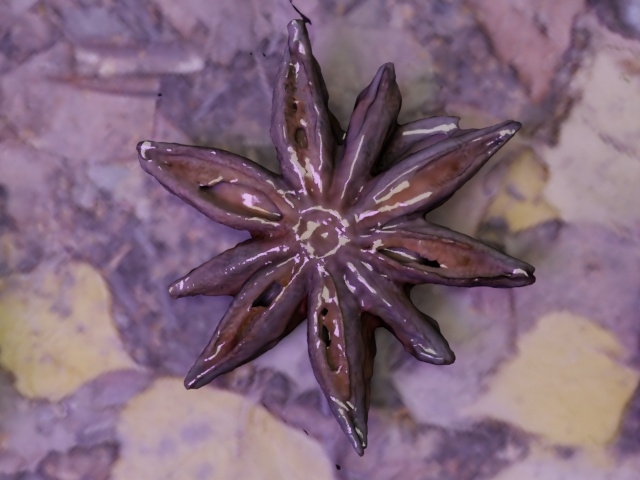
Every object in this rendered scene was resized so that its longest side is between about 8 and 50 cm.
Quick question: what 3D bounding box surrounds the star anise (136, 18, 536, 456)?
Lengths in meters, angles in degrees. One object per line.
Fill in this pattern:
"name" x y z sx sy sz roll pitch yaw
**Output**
"star anise" 0.000 0.000 0.841 0.195 0.065 0.182 28 89 3
